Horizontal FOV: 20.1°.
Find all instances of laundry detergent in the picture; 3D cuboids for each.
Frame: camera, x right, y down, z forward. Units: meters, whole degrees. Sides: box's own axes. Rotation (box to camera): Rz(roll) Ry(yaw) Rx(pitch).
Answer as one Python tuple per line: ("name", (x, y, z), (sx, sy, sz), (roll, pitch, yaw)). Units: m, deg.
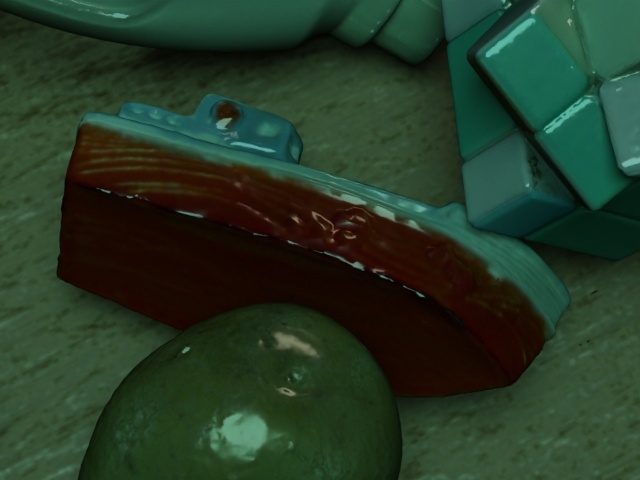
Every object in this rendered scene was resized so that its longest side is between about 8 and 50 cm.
("laundry detergent", (-0.094, -0.227, 1.182), (0.397, 0.124, 0.264), (31, 75, -14))

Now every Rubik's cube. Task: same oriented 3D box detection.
("Rubik's cube", (0.201, -0.118, 1.102), (0.265, 0.213, 0.224), (11, 63, -35))

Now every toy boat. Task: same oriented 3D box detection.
("toy boat", (0.000, 0.000, 1.161), (0.331, 0.145, 0.133), (19, 49, 3))

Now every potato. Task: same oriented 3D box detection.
("potato", (-0.053, 0.148, 1.099), (0.178, 0.160, 0.235), (29, 106, 12))
